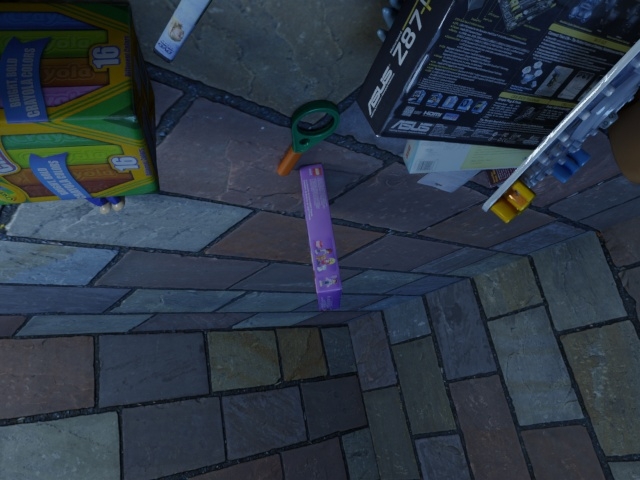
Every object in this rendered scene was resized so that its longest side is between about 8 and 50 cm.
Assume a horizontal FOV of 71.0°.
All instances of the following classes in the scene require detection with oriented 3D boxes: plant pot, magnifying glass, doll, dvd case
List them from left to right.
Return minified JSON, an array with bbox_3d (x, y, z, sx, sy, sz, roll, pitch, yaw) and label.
[{"bbox_3d":[-0.462,-0.110,0.851,0.129,0.046,0.189,-10,156,23],"label":"doll"},{"bbox_3d":[-0.059,-0.288,0.395,0.022,0.181,0.253,33,143,-26],"label":"dvd case"},{"bbox_3d":[-0.036,-0.197,0.894,0.092,0.026,0.231,-1,156,-27],"label":"magnifying glass"},{"bbox_3d":[0.728,-0.230,0.897,0.290,0.291,0.203,2,172,-33],"label":"plant pot"}]

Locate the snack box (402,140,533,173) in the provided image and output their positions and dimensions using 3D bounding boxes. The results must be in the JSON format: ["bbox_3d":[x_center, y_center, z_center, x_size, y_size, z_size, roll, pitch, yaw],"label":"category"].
[{"bbox_3d":[0.341,-0.224,0.885,0.321,0.060,0.187,-4,144,-9],"label":"snack box"}]

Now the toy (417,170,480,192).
[{"bbox_3d":[0.343,-0.206,1.029,0.136,0.056,0.237,9,147,-37],"label":"toy"}]

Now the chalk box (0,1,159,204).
[{"bbox_3d":[-0.369,-0.164,0.565,0.288,0.179,0.180,-7,159,-12],"label":"chalk box"}]

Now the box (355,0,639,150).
[{"bbox_3d":[0.286,-0.276,0.621,0.394,0.097,0.318,-3,145,-29],"label":"box"}]

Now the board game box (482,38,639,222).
[{"bbox_3d":[0.474,-0.212,0.722,0.389,0.050,0.390,-23,155,-44],"label":"board game box"}]

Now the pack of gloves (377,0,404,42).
[{"bbox_3d":[0.194,-0.323,0.637,0.195,0.046,0.232,-38,142,26],"label":"pack of gloves"}]

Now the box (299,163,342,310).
[{"bbox_3d":[0.000,0.000,1.044,0.057,0.294,0.201,-8,160,-2],"label":"box"}]

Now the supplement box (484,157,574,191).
[{"bbox_3d":[0.486,-0.198,1.057,0.188,0.104,0.080,-24,157,32],"label":"supplement box"}]
